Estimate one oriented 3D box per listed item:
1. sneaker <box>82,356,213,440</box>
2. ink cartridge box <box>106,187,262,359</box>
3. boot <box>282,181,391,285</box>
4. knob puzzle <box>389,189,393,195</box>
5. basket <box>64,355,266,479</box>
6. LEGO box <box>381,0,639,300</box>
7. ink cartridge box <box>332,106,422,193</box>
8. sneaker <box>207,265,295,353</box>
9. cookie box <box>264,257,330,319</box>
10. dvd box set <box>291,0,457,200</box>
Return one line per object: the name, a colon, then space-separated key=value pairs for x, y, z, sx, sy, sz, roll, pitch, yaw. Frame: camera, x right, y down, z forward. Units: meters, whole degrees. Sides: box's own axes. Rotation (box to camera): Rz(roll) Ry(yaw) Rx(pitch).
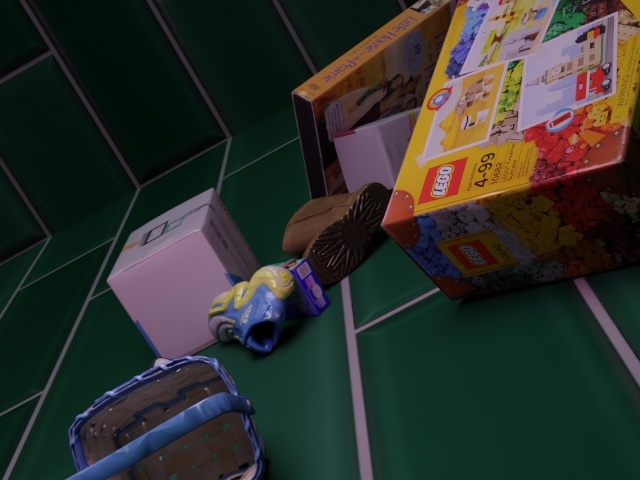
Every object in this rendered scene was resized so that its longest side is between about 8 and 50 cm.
sneaker: x=-0.263 y=0.254 z=1.884 sx=0.235 sy=0.094 sz=0.153 roll=-31 pitch=15 yaw=-3
ink cartridge box: x=-0.240 y=0.062 z=2.226 sx=0.197 sy=0.198 sz=0.270 roll=-28 pitch=15 yaw=9
boot: x=0.000 y=0.000 z=2.212 sx=0.236 sy=0.089 sz=0.269 roll=-47 pitch=15 yaw=-24
knob puzzle: x=0.105 y=-0.074 z=2.330 sx=0.213 sy=0.030 sz=0.213 roll=-28 pitch=16 yaw=9
basket: x=-0.189 y=0.258 z=1.493 sx=0.254 sy=0.201 sz=0.289 roll=-29 pitch=-15 yaw=8
LEGO box: x=0.342 y=-0.191 z=1.702 sx=0.372 sy=0.193 sz=0.500 roll=-15 pitch=42 yaw=39
ink cartridge box: x=0.141 y=-0.174 z=2.328 sx=0.176 sy=0.127 sz=0.128 roll=-23 pitch=9 yaw=-41
sneaker: x=-0.126 y=0.139 z=1.992 sx=0.240 sy=0.091 sz=0.126 roll=-46 pitch=30 yaw=49
cookie box: x=-0.048 y=0.082 z=2.022 sx=0.107 sy=0.092 sz=0.040 roll=-11 pitch=22 yaw=47
dvd box set: x=0.128 y=-0.275 z=2.439 sx=0.062 sy=0.308 sz=0.420 roll=31 pitch=56 yaw=35
